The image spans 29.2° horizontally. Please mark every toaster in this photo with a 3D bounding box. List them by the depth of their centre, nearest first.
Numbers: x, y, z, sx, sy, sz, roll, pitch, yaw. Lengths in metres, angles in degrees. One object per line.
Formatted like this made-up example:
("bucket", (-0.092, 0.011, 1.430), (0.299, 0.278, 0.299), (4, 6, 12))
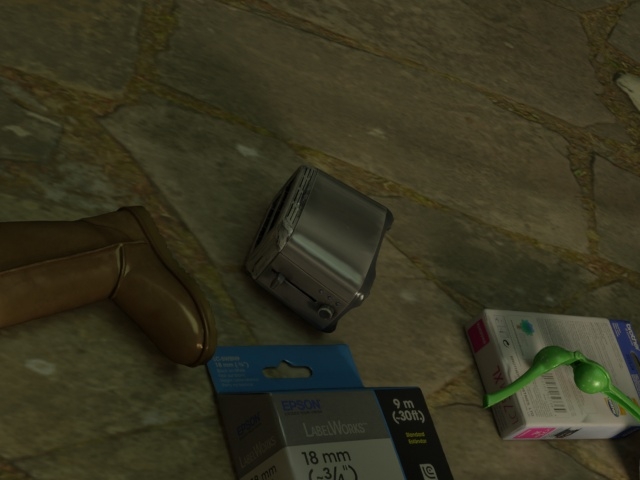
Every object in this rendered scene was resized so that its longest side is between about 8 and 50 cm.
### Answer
("toaster", (0.000, 0.000, 1.624), (0.146, 0.129, 0.227), (33, 44, -11))

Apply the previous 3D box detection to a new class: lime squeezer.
("lime squeezer", (0.360, 0.203, 1.714), (0.310, 0.059, 0.110), (15, 43, -24))

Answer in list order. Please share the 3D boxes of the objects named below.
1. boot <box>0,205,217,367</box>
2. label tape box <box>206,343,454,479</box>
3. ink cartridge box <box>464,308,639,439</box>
("boot", (-0.278, 0.068, 1.377), (0.270, 0.089, 0.236), (-11, 55, -44))
("label tape box", (0.021, 0.249, 1.458), (0.241, 0.106, 0.333), (3, 57, -39))
("ink cartridge box", (0.367, 0.200, 1.816), (0.311, 0.065, 0.185), (4, 56, -34))
